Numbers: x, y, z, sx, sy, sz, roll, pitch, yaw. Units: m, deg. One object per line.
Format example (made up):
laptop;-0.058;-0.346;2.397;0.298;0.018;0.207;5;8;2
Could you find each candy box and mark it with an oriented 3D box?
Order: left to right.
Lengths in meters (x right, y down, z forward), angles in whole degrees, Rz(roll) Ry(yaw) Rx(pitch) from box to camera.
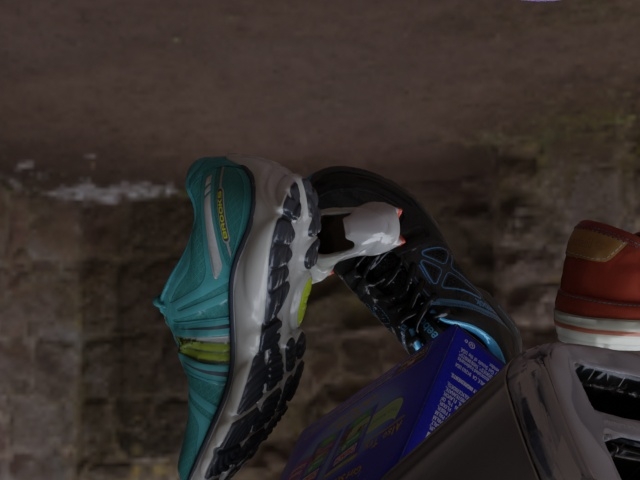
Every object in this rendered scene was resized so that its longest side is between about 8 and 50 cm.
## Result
candy box;0.029;0.260;0.969;0.122;0.317;0.268;37;140;-8

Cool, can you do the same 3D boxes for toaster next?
toaster;0.129;0.137;0.592;0.226;0.129;0.146;16;129;-27

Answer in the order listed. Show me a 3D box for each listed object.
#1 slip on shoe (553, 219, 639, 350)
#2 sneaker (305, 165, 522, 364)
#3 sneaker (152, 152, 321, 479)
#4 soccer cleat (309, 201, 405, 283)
slip on shoe;0.330;0.021;0.948;0.331;0.101;0.123;-3;-173;-23
sneaker;0.108;0.049;1.359;0.341;0.125;0.140;41;-164;-10
sneaker;-0.072;0.065;0.933;0.110;0.275;0.107;18;-162;23
soccer cleat;0.000;0.000;1.158;0.076;0.068;0.196;-2;169;-35
